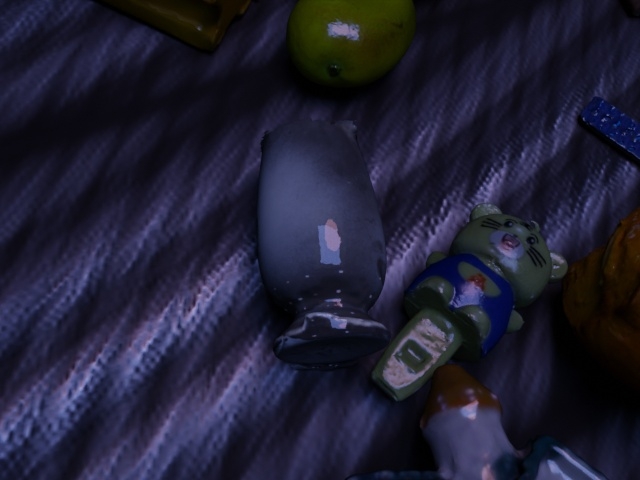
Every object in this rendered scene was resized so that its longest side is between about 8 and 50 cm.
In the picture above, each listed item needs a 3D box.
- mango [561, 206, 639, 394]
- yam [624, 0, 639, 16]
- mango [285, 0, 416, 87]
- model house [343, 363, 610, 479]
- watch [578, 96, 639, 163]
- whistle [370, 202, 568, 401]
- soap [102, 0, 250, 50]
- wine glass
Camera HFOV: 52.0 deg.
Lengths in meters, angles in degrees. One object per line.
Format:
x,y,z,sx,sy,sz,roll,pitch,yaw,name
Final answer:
0.386,0.063,0.590,0.349,0.201,0.199,12,107,-15,mango
0.391,-0.356,0.857,0.032,0.032,0.146,-8,68,-16,yam
0.039,-0.221,0.683,0.163,0.089,0.117,-34,62,-25,mango
0.116,0.242,0.464,0.271,0.190,0.301,0,51,-9,model house
0.442,-0.056,0.671,0.274,0.276,0.068,38,83,-18,watch
0.128,0.051,0.582,0.105,0.085,0.227,41,64,18,whistle
-0.202,-0.354,0.691,0.324,0.096,0.204,27,63,1,soap
0.000,0.000,0.563,0.111,0.111,0.205,0,67,-12,wine glass
